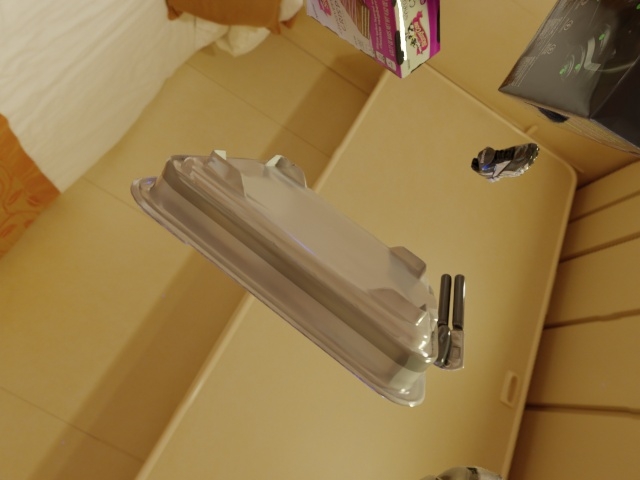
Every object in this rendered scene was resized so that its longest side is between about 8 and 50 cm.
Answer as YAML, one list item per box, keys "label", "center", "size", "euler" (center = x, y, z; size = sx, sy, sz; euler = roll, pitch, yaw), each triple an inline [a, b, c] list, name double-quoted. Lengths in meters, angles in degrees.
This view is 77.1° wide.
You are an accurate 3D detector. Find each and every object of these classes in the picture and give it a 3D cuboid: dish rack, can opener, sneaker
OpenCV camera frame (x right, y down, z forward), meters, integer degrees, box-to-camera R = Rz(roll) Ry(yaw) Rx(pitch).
- label: "dish rack"
  center: [0.000, 0.000, 0.452]
  size: [0.072, 0.332, 0.285]
  euler: [-54, 174, 16]
- label: "can opener"
  center: [0.340, 0.202, 1.043]
  size: [0.093, 0.074, 0.280]
  euler: [70, 31, -46]
- label: "sneaker"
  center: [0.496, -0.222, 1.113]
  size: [0.234, 0.106, 0.078]
  euler: [156, -46, -81]

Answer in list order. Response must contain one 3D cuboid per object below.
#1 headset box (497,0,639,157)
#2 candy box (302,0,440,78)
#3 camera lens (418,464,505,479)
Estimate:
- label: "headset box"
  center: [0.397, -0.253, 0.498]
  size: [0.246, 0.131, 0.283]
  euler: [-61, -168, 23]
- label: "candy box"
  center: [0.046, -0.335, 0.509]
  size: [0.071, 0.233, 0.159]
  euler: [-37, 148, -4]
- label: "camera lens"
  center: [0.137, 0.328, 0.271]
  size: [0.219, 0.274, 0.219]
  euler: [-39, 157, -20]
